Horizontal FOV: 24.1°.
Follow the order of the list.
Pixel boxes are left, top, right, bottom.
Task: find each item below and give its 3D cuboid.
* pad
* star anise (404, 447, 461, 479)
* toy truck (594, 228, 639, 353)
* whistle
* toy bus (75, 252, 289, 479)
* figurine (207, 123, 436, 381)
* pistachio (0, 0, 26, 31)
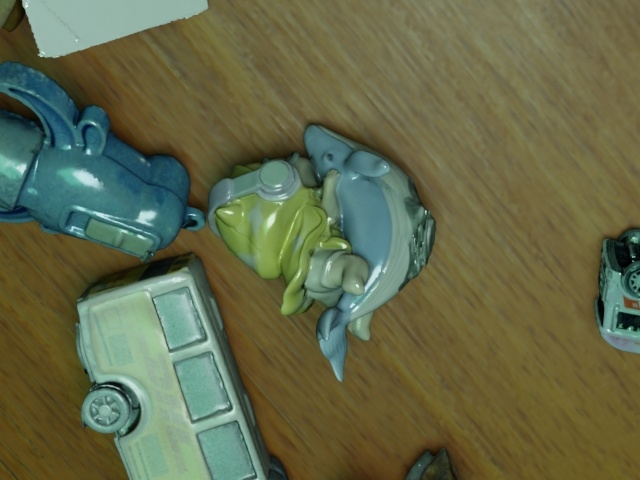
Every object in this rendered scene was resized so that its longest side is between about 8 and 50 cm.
[{"bbox_3d":[-0.184,-0.271,1.167,0.156,0.004,0.232,-22,101,-27],"label":"pad"},{"bbox_3d":[0.071,0.298,1.268,0.229,0.093,0.236,-52,124,-13],"label":"star anise"},{"bbox_3d":[0.306,0.065,1.212,0.178,0.080,0.115,12,115,2],"label":"toy truck"},{"bbox_3d":[-0.220,-0.058,1.214,0.269,0.093,0.180,23,142,-11],"label":"whistle"},{"bbox_3d":[-0.109,0.186,1.281,0.138,0.097,0.342,-19,100,4],"label":"toy bus"},{"bbox_3d":[0.000,0.000,1.192,0.184,0.128,0.208,-3,63,7],"label":"figurine"},{"bbox_3d":[-0.328,-0.207,1.188,0.210,0.130,0.165,4,86,11],"label":"pistachio"}]
